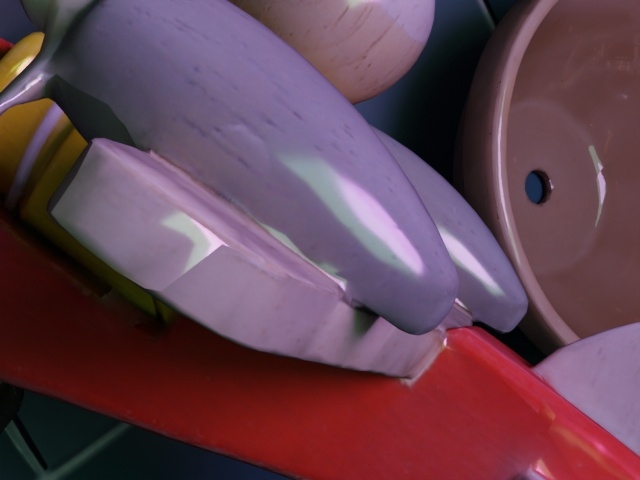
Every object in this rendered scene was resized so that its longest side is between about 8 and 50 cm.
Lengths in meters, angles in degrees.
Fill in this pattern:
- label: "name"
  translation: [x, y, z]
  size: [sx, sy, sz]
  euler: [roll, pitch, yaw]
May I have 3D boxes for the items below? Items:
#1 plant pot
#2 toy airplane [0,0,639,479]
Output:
- label: "plant pot"
  translation: [0.155, -0.035, 0.903]
  size: [0.237, 0.109, 0.237]
  euler: [3, 84, -33]
- label: "toy airplane"
  translation: [0.000, 0.000, 0.629]
  size: [0.384, 0.386, 0.272]
  euler: [17, 89, -33]
